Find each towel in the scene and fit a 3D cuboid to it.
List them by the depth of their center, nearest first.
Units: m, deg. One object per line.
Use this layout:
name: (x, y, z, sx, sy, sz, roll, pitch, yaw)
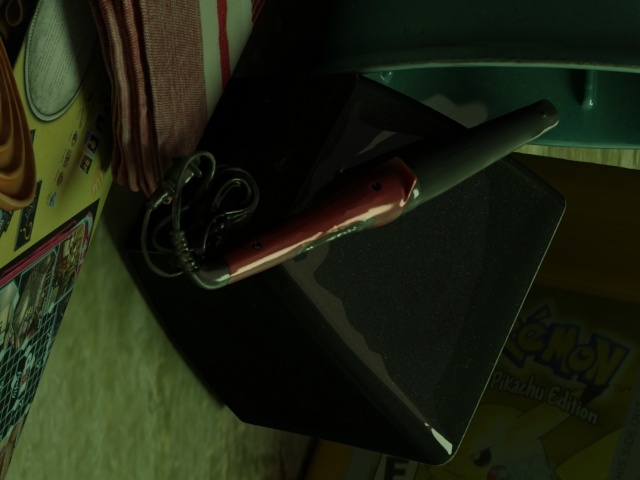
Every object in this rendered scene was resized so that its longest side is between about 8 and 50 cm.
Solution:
towel: (-0.040, -0.211, 0.728, 0.237, 0.037, 0.329, 94, 16, -58)

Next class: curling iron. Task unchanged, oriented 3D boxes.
curling iron: (0.028, -0.037, 0.754, 0.274, 0.035, 0.068, -17, 94, -32)

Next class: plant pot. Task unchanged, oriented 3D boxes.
plant pot: (0.000, 0.000, 0.854, 0.167, 0.188, 0.187, 43, 64, -36)
plant pot: (0.167, -0.243, 0.903, 0.341, 0.341, 0.334, 7, 85, -55)

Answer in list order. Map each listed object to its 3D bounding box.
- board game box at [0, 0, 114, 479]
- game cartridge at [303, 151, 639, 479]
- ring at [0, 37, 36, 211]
board game box: (-0.157, -0.004, 0.682, 0.165, 0.042, 0.243, 58, 49, -75)
game cartridge: (0.142, 0.098, 0.975, 0.053, 0.285, 0.323, 33, 72, -52)
ring: (-0.175, -0.156, 0.431, 0.032, 0.336, 0.336, -25, 130, -1)
